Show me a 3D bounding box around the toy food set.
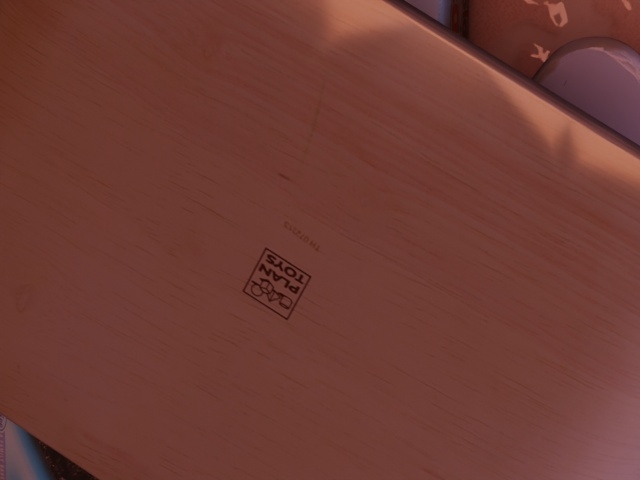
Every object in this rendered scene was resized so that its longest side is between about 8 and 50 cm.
[{"bbox_3d":[0.000,0.000,0.699,0.306,0.092,0.220,32,119,7],"label":"toy food set"}]

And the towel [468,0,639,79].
[{"bbox_3d":[0.026,-0.168,0.788,0.317,0.053,0.332,-39,85,20],"label":"towel"}]

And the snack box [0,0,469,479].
[{"bbox_3d":[-0.038,-0.044,0.769,0.187,0.060,0.322,4,102,16],"label":"snack box"}]

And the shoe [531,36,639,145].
[{"bbox_3d":[0.107,0.000,0.756,0.063,0.081,0.178,1,113,14],"label":"shoe"}]
